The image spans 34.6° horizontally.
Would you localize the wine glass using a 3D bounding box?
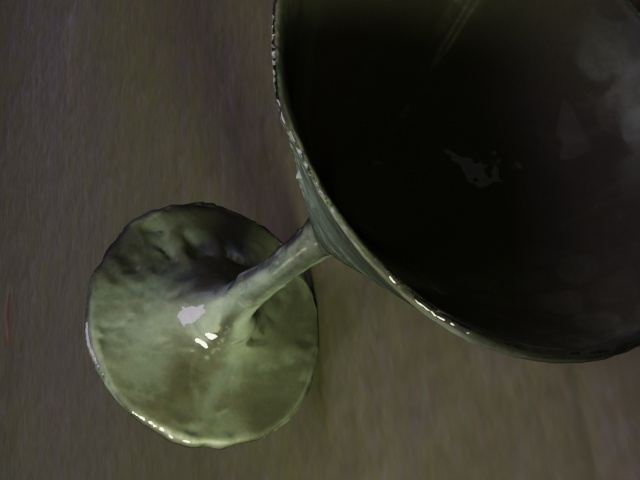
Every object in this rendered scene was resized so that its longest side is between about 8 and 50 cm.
[{"bbox_3d":[0.000,0.000,0.661,0.406,0.267,0.267,-36,53,53],"label":"wine glass"}]
